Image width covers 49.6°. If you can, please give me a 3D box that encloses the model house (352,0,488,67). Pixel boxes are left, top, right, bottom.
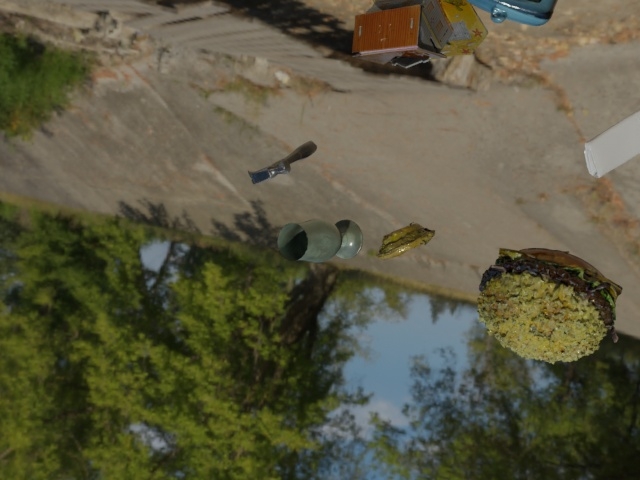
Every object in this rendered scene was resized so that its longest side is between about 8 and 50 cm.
[{"bbox_3d":[0.174,-0.375,1.287,0.219,0.136,0.207,10,149,43],"label":"model house"}]

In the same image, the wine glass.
[{"bbox_3d":[0.000,0.000,1.443,0.093,0.093,0.202,10,-171,35],"label":"wine glass"}]

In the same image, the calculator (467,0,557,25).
[{"bbox_3d":[0.348,-0.495,1.185,0.173,0.293,0.051,23,167,5],"label":"calculator"}]

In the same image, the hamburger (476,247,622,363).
[{"bbox_3d":[0.383,0.115,1.178,0.243,0.138,0.261,17,148,21],"label":"hamburger"}]

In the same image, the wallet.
[{"bbox_3d":[0.421,-0.140,0.954,0.122,0.061,0.025,-31,-148,-4],"label":"wallet"}]

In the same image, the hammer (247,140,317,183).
[{"bbox_3d":[-0.086,-0.207,1.800,0.137,0.037,0.290,-16,-166,29],"label":"hammer"}]

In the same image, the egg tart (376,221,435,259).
[{"bbox_3d":[0.170,0.000,1.414,0.130,0.052,0.130,-26,179,0],"label":"egg tart"}]
